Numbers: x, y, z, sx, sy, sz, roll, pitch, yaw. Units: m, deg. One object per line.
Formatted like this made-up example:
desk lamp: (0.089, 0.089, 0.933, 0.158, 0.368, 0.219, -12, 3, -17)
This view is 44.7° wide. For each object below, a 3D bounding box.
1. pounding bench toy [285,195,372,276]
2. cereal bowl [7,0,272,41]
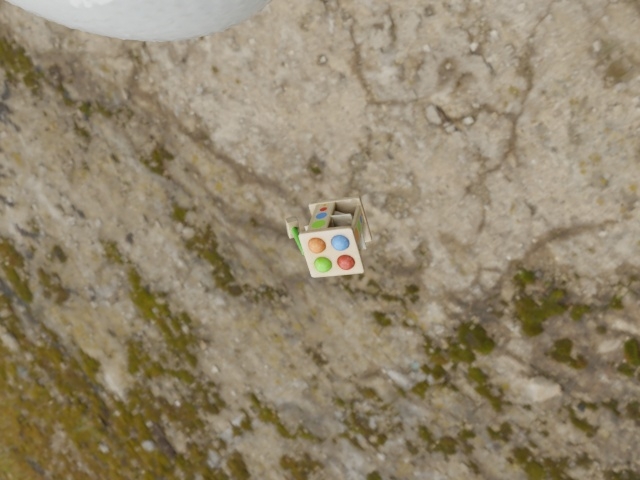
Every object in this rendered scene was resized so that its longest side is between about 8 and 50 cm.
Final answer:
pounding bench toy: (0.000, 0.000, 0.750, 0.083, 0.065, 0.052, -6, 123, 18)
cereal bowl: (-0.181, -0.279, 0.636, 0.339, 0.339, 0.141, 46, 133, 11)
